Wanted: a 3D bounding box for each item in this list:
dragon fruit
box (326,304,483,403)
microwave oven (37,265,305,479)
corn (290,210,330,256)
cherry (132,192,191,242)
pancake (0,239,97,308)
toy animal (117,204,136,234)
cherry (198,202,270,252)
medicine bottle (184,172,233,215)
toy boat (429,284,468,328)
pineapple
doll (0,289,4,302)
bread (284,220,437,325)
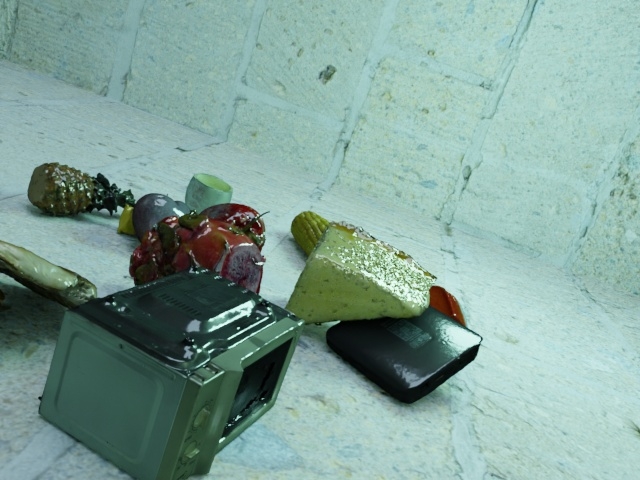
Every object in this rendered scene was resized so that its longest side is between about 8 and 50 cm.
[{"bbox_3d":[-0.276,0.066,1.401,0.291,0.250,0.269,3,-9,33],"label":"dragon fruit"},{"bbox_3d":[0.199,0.244,1.525,0.290,0.073,0.289,-24,40,-37],"label":"box"},{"bbox_3d":[-0.226,0.193,1.059,0.286,0.218,0.355,26,17,18],"label":"microwave oven"},{"bbox_3d":[0.000,0.000,2.120,0.144,0.143,0.387,11,15,-29],"label":"corn"},{"bbox_3d":[-0.427,-0.044,1.721,0.140,0.176,0.176,-6,1,32],"label":"cherry"},{"bbox_3d":[-0.574,0.031,1.152,0.383,0.071,0.382,23,-15,6],"label":"pancake"},{"bbox_3d":[-0.491,-0.037,1.808,0.159,0.083,0.070,23,1,-42],"label":"toy animal"},{"bbox_3d":[-0.267,-0.025,1.807,0.250,0.192,0.175,24,-20,37],"label":"cherry"},{"bbox_3d":[-0.374,-0.130,2.089,0.147,0.143,0.147,22,19,-8],"label":"medicine bottle"},{"bbox_3d":[0.337,0.226,1.784,0.133,0.145,0.332,53,8,-13],"label":"toy boat"},{"bbox_3d":[-0.643,-0.121,1.784,0.310,0.141,0.170,13,11,-47],"label":"pineapple"},{"bbox_3d":[-0.644,0.093,1.084,0.186,0.134,0.106,20,13,-27],"label":"doll"},{"bbox_3d":[0.082,0.136,1.609,0.315,0.279,0.248,36,25,-2],"label":"bread"}]
